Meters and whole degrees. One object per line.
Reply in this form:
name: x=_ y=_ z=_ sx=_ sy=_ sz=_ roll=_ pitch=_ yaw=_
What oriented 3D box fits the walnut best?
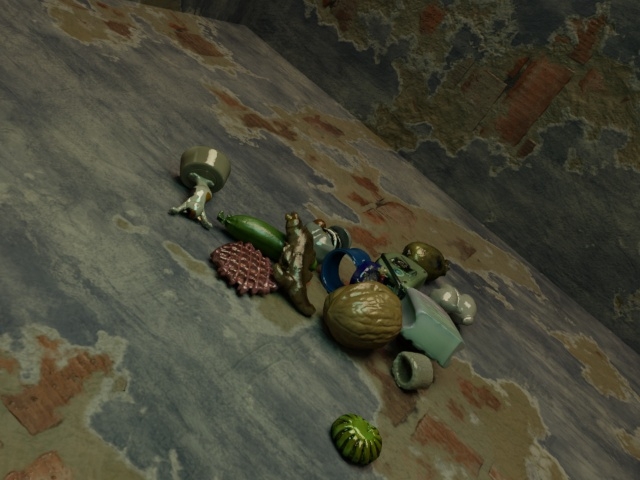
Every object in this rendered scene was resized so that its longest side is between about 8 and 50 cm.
walnut: x=0.131 y=0.232 z=1.856 sx=0.260 sy=0.225 sz=0.225 roll=10 pitch=36 yaw=-33

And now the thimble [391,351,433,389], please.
thimble: x=0.288 y=0.409 z=1.866 sx=0.090 sy=0.102 sz=0.115 roll=11 pitch=34 yaw=-36

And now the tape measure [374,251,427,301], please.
tape measure: x=0.288 y=0.133 z=2.285 sx=0.207 sy=0.115 sz=0.235 roll=37 pitch=32 yaw=18

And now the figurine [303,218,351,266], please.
figurine: x=0.000 y=0.000 z=2.164 sx=0.176 sy=0.133 sz=0.236 roll=49 pitch=27 yaw=15

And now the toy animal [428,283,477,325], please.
toy animal: x=0.518 y=0.266 z=2.341 sx=0.193 sy=0.127 sz=0.179 roll=18 pitch=33 yaw=-36

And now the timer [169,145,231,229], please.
timer: x=-0.405 y=-0.165 z=1.991 sx=0.175 sy=0.175 sz=0.266 roll=24 pitch=47 yaw=-22

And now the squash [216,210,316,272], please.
squash: x=-0.175 y=0.001 z=1.999 sx=0.378 sy=0.101 sz=0.101 roll=27 pitch=28 yaw=-12

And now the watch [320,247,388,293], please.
watch: x=0.106 y=0.125 z=2.053 sx=0.200 sy=0.196 sz=0.171 roll=27 pitch=8 yaw=35

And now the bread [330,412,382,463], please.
bread: x=0.096 y=0.503 z=1.525 sx=0.130 sy=0.071 sz=0.139 roll=-8 pitch=49 yaw=-48

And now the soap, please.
soap: x=0.362 y=0.282 z=2.040 sx=0.208 sy=0.115 sz=0.347 roll=39 pitch=9 yaw=-6

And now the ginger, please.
ginger: x=-0.081 y=0.067 z=1.909 sx=0.166 sy=0.080 sz=0.333 roll=21 pitch=62 yaw=-31

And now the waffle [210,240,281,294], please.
waffle: x=-0.230 y=0.084 z=1.845 sx=0.221 sy=0.055 sz=0.234 roll=49 pitch=30 yaw=23

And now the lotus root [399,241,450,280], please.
lotus root: x=0.451 y=0.098 z=2.515 sx=0.278 sy=0.154 sz=0.154 roll=20 pitch=30 yaw=-34
